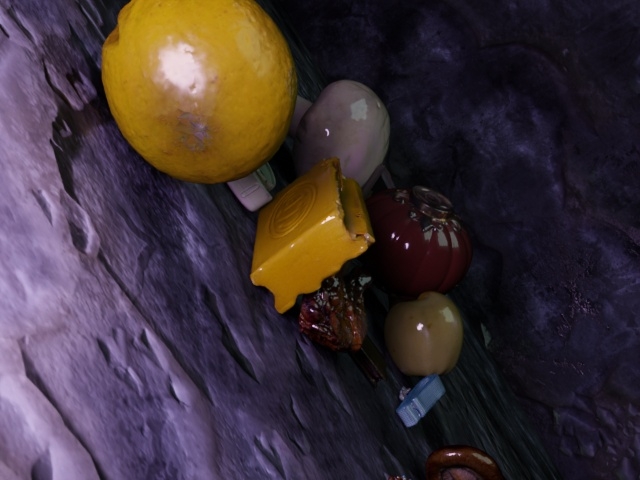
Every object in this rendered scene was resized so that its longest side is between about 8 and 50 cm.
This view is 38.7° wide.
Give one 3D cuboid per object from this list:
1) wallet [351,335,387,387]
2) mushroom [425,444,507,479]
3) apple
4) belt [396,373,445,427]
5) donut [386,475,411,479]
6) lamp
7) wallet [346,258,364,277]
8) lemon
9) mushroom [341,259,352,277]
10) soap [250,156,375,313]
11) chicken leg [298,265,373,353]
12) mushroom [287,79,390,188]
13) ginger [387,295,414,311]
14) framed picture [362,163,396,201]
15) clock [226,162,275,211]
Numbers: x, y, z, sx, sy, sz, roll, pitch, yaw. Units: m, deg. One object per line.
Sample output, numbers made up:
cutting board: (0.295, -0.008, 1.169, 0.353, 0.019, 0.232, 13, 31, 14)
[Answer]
wallet: (0.066, 0.192, 1.806, 0.198, 0.031, 0.110, 54, 13, -12)
mushroom: (0.281, 0.508, 1.685, 0.227, 0.148, 0.218, 46, 32, -25)
apple: (0.234, 0.212, 2.066, 0.200, 0.200, 0.200, 53, 12, -17)
belt: (0.194, 0.337, 1.887, 0.065, 0.100, 0.179, 59, 27, 3)
donut: (0.136, 0.449, 1.281, 0.235, 0.089, 0.235, 53, 12, -16)
lamp: (0.217, 0.004, 2.182, 0.303, 0.257, 0.303, 18, 28, -10)
wallet: (0.021, -0.018, 2.098, 0.141, 0.059, 0.202, 31, 29, -61)
lemon: (-0.174, -0.231, 1.339, 0.297, 0.297, 0.297, 53, 12, -17)
mushroom: (-0.001, 0.000, 1.907, 0.210, 0.094, 0.072, 58, 8, -16)
soap: (-0.019, -0.024, 1.614, 0.096, 0.204, 0.324, 50, 13, -19)
chicken leg: (0.031, 0.116, 1.653, 0.322, 0.082, 0.178, 23, 65, -68)
mushroom: (0.036, -0.275, 2.265, 0.356, 0.315, 0.315, 62, 10, -17)
ginger: (0.239, 0.207, 2.265, 0.270, 0.123, 0.219, 49, 8, 14)
framed picture: (0.148, -0.051, 2.343, 0.018, 0.192, 0.265, 23, -20, 34)
clock: (-0.144, -0.143, 1.751, 0.152, 0.062, 0.191, 55, 11, -11)
